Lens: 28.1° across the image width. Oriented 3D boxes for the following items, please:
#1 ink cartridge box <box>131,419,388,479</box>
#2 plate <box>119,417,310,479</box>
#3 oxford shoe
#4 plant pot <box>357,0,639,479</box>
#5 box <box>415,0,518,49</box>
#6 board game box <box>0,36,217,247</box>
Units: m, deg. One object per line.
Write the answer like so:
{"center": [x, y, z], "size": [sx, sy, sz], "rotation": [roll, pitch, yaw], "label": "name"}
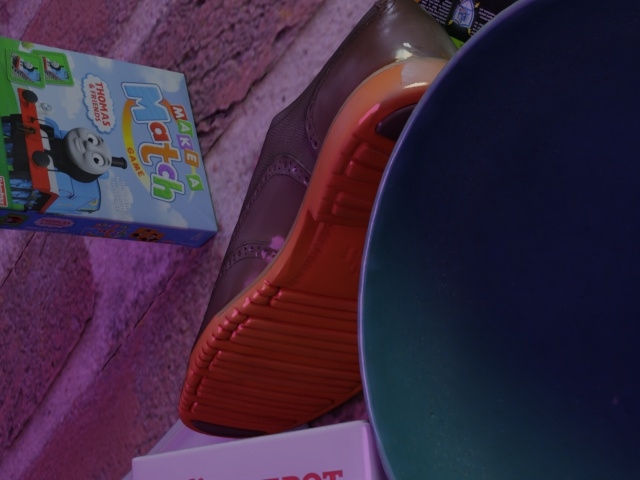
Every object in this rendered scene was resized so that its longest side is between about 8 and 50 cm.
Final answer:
{"center": [0.029, 0.248, 0.741], "size": [0.198, 0.197, 0.270], "rotation": [-17, 72, 41], "label": "ink cartridge box"}
{"center": [-0.083, 0.254, 1.007], "size": [0.278, 0.045, 0.277], "rotation": [-49, 52, 34], "label": "plate"}
{"center": [0.000, 0.000, 0.871], "size": [0.364, 0.130, 0.133], "rotation": [-56, 32, 35], "label": "oxford shoe"}
{"center": [0.184, 0.036, 0.598], "size": [0.290, 0.195, 0.290], "rotation": [-9, 78, 49], "label": "plant pot"}
{"center": [0.125, -0.149, 0.812], "size": [0.190, 0.045, 0.184], "rotation": [36, 115, 46], "label": "box"}
{"center": [-0.193, -0.080, 1.050], "size": [0.039, 0.211, 0.160], "rotation": [-35, 60, 41], "label": "board game box"}
